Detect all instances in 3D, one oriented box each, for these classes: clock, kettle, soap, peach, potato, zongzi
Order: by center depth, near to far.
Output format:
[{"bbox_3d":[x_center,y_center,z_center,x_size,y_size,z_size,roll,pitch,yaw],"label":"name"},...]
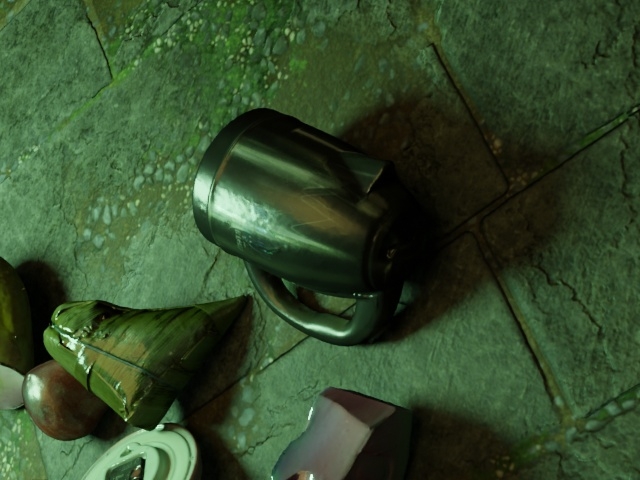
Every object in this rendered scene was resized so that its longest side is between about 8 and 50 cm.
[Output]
[{"bbox_3d":[0.014,0.366,1.532,0.109,0.193,0.324,13,84,35],"label":"soap"},{"bbox_3d":[0.000,0.000,1.649,0.324,0.228,0.321,25,119,33],"label":"kettle"},{"bbox_3d":[-0.292,0.384,1.761,0.244,0.056,0.244,-25,30,16],"label":"clock"},{"bbox_3d":[-0.289,0.132,1.831,0.251,0.125,0.274,36,84,16],"label":"zongzi"},{"bbox_3d":[-0.437,0.256,1.918,0.152,0.152,0.152,-10,72,34],"label":"peach"},{"bbox_3d":[-0.614,0.146,2.051,0.229,0.229,0.266,-20,52,30],"label":"potato"}]

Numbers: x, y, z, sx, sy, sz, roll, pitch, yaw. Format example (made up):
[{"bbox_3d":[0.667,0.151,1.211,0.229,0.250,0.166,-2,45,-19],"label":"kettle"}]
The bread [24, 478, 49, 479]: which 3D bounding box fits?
[{"bbox_3d":[-0.512,0.489,1.886,0.244,0.190,0.123,-15,102,32],"label":"bread"}]
